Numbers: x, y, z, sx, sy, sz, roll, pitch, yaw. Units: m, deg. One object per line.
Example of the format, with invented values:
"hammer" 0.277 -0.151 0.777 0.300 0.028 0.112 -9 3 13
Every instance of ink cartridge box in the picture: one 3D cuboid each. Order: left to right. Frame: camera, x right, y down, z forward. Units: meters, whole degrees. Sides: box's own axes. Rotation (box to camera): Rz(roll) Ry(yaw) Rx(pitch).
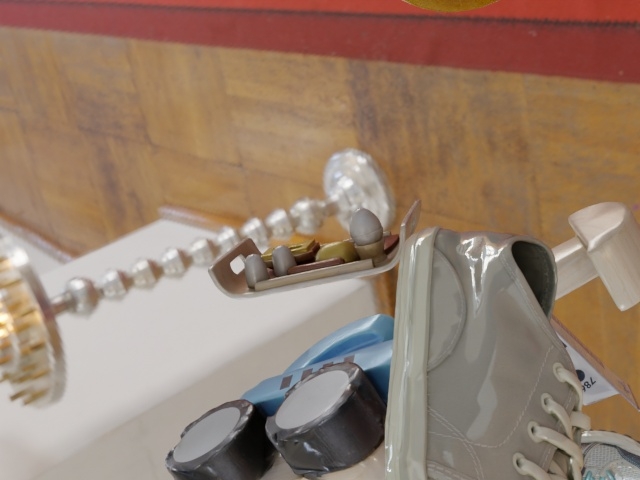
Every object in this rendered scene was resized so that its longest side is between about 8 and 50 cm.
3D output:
"ink cartridge box" 0.393 0.172 1.697 0.332 0.165 0.065 43 102 4

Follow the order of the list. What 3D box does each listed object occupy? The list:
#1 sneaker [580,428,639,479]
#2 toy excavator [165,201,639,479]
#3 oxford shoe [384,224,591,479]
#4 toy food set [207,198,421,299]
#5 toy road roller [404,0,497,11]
"sneaker" 0.336 0.331 1.399 0.283 0.122 0.110 8 122 24
"toy excavator" 0.117 0.142 1.059 0.433 0.445 0.222 -23 109 35
"oxford shoe" 0.124 0.150 0.697 0.130 0.449 0.169 -10 132 16
"toy food set" 0.000 0.000 1.548 0.306 0.220 0.092 -11 100 14
"toy road roller" 0.102 -0.321 0.667 0.240 0.202 0.329 43 136 53
